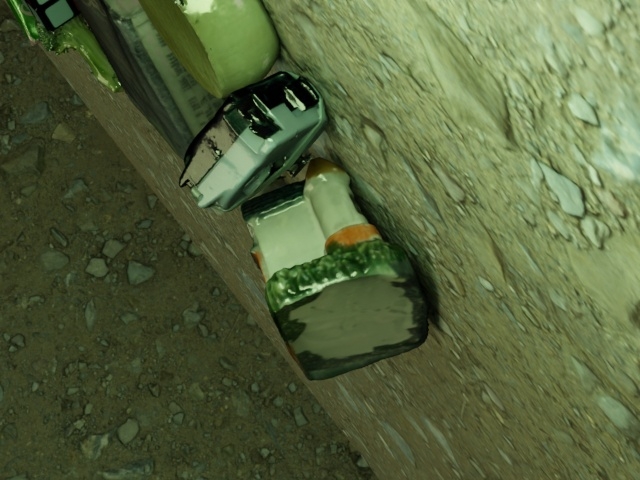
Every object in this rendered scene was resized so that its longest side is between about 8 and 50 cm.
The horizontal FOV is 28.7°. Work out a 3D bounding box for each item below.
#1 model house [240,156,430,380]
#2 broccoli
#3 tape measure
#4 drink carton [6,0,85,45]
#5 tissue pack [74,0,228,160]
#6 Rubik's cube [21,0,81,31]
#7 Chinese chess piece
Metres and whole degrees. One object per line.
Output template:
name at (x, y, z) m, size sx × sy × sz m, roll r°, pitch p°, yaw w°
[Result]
model house at (0.000, 0.000, 1.655) m, size 0.271 × 0.190 × 0.300 m, roll 65°, pitch -179°, yaw -62°
broccoli at (-0.396, -0.325, 2.108) m, size 0.204 × 0.118 × 0.122 m, roll 48°, pitch 156°, yaw 13°
tape measure at (-0.074, -0.116, 1.482) m, size 0.107 × 0.181 × 0.182 m, roll 49°, pitch 134°, yaw 7°
drink carton at (-0.508, -0.501, 2.229) m, size 0.271 × 0.161 × 0.108 m, roll 62°, pitch 170°, yaw -11°
tissue pack at (-0.242, -0.288, 1.827) m, size 0.288 × 0.124 × 0.394 m, roll 47°, pitch 168°, yaw 33°
Rubik's cube at (-0.433, -0.462, 2.016) m, size 0.162 × 0.161 × 0.163 m, roll 45°, pitch 167°, yaw 39°
Chinese chess piece at (-0.142, -0.279, 1.492) m, size 0.237 × 0.092 × 0.238 m, roll 53°, pitch 170°, yaw 13°
